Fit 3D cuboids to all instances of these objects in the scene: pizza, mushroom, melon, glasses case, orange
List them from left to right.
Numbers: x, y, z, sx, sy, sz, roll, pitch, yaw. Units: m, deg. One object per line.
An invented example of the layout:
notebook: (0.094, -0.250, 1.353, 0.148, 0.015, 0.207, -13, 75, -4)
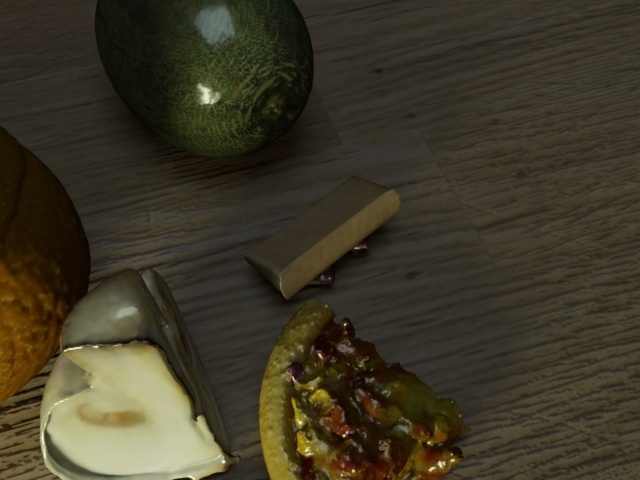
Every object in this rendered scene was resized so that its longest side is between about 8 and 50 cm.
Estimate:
orange: (-0.402, 0.011, 0.835, 0.322, 0.322, 0.357, -26, 35, -20)
mushroom: (-0.210, 0.130, 0.851, 0.162, 0.236, 0.173, -24, 43, -6)
melon: (-0.154, -0.251, 1.092, 0.249, 0.248, 0.329, -35, 61, -25)
glasses case: (0.000, 0.000, 1.039, 0.193, 0.070, 0.102, -37, 37, -23)
pizza: (0.051, 0.184, 0.886, 0.229, 0.081, 0.289, 7, 47, -8)

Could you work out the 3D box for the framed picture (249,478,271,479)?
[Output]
framed picture: (-0.117, 0.335, 0.813, 0.281, 0.019, 0.208, -3, 55, -6)
